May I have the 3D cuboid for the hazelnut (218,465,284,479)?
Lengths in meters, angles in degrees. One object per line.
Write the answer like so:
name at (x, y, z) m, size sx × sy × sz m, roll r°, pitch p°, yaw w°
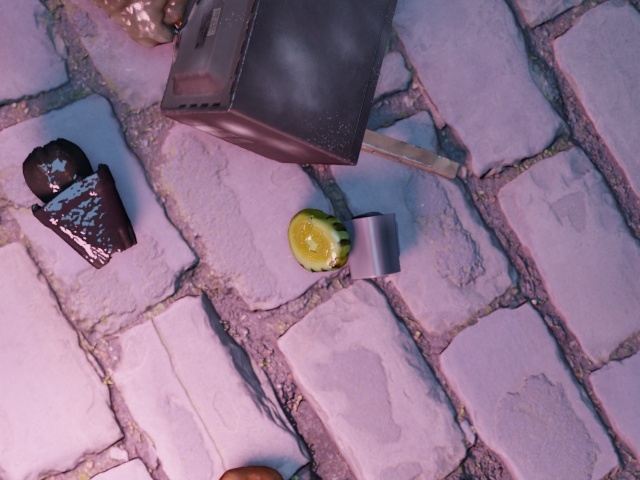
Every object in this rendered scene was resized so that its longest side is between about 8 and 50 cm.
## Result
hazelnut at (-0.137, 0.510, 1.567) m, size 0.150 × 0.150 × 0.150 m, roll 0°, pitch 87°, yaw -9°

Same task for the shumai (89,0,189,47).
shumai at (-0.310, -0.501, 1.518) m, size 0.309 × 0.304 × 0.263 m, roll -36°, pitch 105°, yaw -16°

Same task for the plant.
plant at (-0.456, -0.073, 1.538) m, size 0.164 × 0.142 × 0.256 m, roll -32°, pitch 103°, yaw -9°

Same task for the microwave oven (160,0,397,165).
microwave oven at (-0.069, -0.391, 1.495) m, size 0.374 × 0.236 × 0.432 m, roll 19°, pitch 82°, yaw -42°

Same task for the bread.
bread at (0.000, 0.000, 1.616) m, size 0.139 × 0.071 × 0.130 m, roll 4°, pitch 100°, yaw 35°

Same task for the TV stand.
TV stand at (0.171, -0.183, 1.689) m, size 0.249 × 0.042 × 0.036 m, roll 18°, pitch 80°, yaw -8°

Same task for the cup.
cup at (0.114, 0.006, 1.646) m, size 0.128 × 0.095 × 0.129 m, roll -9°, pitch 92°, yaw -45°
